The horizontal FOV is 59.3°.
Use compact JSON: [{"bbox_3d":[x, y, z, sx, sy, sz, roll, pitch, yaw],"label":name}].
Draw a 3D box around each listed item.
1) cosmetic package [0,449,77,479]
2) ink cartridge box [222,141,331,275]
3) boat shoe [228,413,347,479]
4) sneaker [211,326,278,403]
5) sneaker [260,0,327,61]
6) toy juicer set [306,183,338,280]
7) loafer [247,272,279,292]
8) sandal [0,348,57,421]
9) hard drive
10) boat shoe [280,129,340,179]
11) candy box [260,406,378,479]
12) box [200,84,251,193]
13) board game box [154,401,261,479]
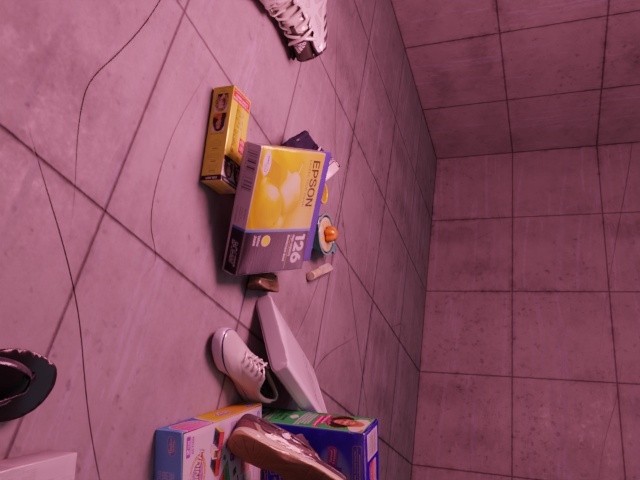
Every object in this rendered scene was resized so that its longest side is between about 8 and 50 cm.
[{"bbox_3d":[-0.424,0.338,0.711,0.239,0.060,0.099,24,65,-66],"label":"cosmetic package"},{"bbox_3d":[-0.080,-0.073,1.360,0.307,0.072,0.304,-3,110,-47],"label":"ink cartridge box"},{"bbox_3d":[-0.060,0.462,1.214,0.103,0.285,0.092,-57,-172,33],"label":"boat shoe"},{"bbox_3d":[-0.167,0.290,1.309,0.258,0.091,0.094,67,30,-42],"label":"sneaker"},{"bbox_3d":[-0.061,-0.623,1.542,0.447,0.169,0.258,-49,131,-62],"label":"sneaker"},{"bbox_3d":[0.000,0.000,1.749,0.209,0.089,0.329,-56,139,-56],"label":"toy juicer set"},{"bbox_3d":[-0.146,0.104,1.434,0.148,0.056,0.050,39,51,-74],"label":"loafer"},{"bbox_3d":[-0.434,0.182,0.706,0.254,0.054,0.097,32,59,-64],"label":"sandal"},{"bbox_3d":[-0.067,0.335,1.483,0.233,0.047,0.353,-112,179,-47],"label":"hard drive"},{"bbox_3d":[-0.096,-0.165,1.527,0.158,0.127,0.340,49,47,-8],"label":"boat shoe"},{"bbox_3d":[-0.026,0.555,1.338,0.122,0.317,0.269,3,87,-69],"label":"candy box"},{"bbox_3d":[-0.213,-0.228,1.280,0.087,0.058,0.233,39,53,-62],"label":"box"},{"bbox_3d":[-0.226,0.489,1.185,0.316,0.064,0.243,16,73,-67],"label":"board game box"}]
